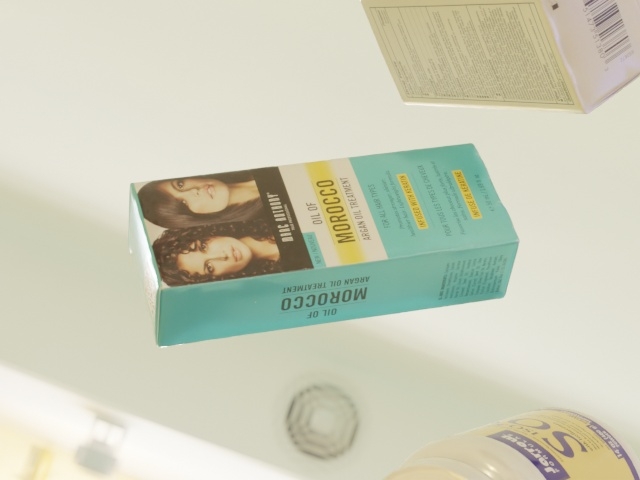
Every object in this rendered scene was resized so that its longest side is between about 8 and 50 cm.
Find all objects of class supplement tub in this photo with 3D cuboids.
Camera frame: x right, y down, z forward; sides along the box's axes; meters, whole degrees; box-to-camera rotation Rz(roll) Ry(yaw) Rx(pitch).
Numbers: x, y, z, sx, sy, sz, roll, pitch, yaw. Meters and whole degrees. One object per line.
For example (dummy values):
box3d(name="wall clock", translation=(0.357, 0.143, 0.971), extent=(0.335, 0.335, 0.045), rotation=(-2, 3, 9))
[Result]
box3d(name="supplement tub", translation=(0.216, 0.332, 2.030), extent=(0.241, 0.241, 0.331), rotation=(6, 7, 34))

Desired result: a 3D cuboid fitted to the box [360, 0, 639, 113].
box3d(name="box", translation=(0.193, -0.226, 1.838), extent=(0.311, 0.121, 0.148), rotation=(12, -48, 56))

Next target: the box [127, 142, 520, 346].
box3d(name="box", translation=(0.000, 0.000, 1.166), extent=(0.244, 0.100, 0.060), rotation=(-8, -42, -15))
